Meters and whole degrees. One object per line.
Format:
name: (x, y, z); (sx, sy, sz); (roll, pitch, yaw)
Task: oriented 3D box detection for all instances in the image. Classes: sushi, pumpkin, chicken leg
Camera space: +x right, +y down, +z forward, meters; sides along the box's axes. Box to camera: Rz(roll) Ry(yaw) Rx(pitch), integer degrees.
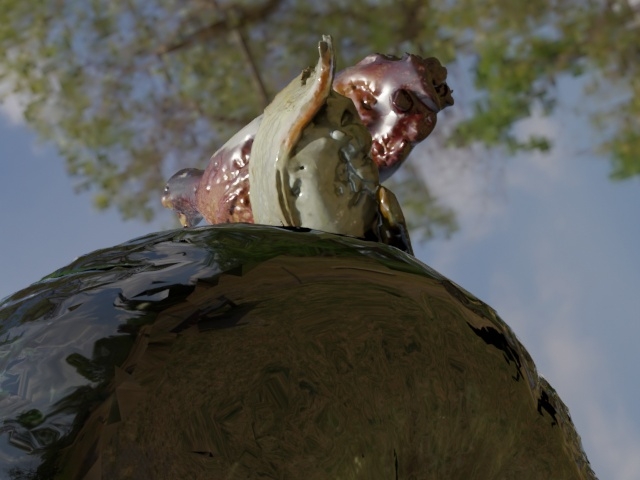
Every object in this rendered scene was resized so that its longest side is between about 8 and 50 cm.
sushi: (0.002, -0.001, 1.237); (0.134, 0.109, 0.273); (-122, 11, -60)
pumpkin: (-0.033, 0.138, 0.681); (0.315, 0.238, 0.315); (22, -123, -38)
chicken leg: (-0.042, -0.067, 1.563); (0.096, 0.407, 0.158); (48, -127, -15)
